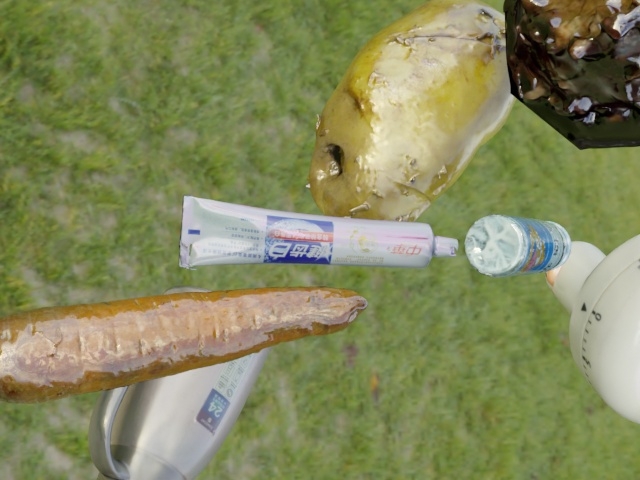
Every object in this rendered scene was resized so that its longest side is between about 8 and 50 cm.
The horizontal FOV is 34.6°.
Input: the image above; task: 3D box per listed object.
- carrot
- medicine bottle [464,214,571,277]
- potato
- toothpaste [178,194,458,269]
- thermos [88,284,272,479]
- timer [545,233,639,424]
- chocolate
[{"bbox_3d":[-0.070,0.047,0.505,0.191,0.047,0.047,-6,84,-17],"label":"carrot"},{"bbox_3d":[0.172,0.005,0.872,0.191,0.051,0.051,-1,80,-66],"label":"medicine bottle"},{"bbox_3d":[0.099,-0.138,1.116,0.173,0.140,0.300,39,84,-2],"label":"potato"},{"bbox_3d":[0.000,0.000,0.624,0.028,0.170,0.045,-115,-151,-73],"label":"toothpaste"},{"bbox_3d":[-0.128,0.133,0.822,0.193,0.105,0.137,-64,149,-31],"label":"thermos"},{"bbox_3d":[0.383,0.086,1.143,0.233,0.234,0.240,55,4,-30],"label":"timer"},{"bbox_3d":[0.257,-0.205,0.903,0.206,0.224,0.177,41,12,9],"label":"chocolate"}]
